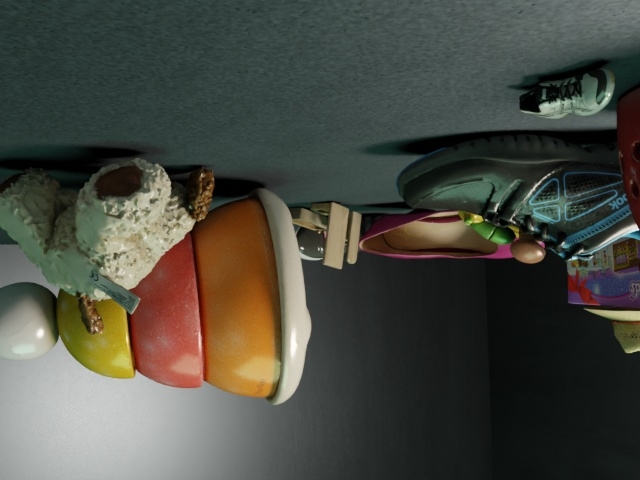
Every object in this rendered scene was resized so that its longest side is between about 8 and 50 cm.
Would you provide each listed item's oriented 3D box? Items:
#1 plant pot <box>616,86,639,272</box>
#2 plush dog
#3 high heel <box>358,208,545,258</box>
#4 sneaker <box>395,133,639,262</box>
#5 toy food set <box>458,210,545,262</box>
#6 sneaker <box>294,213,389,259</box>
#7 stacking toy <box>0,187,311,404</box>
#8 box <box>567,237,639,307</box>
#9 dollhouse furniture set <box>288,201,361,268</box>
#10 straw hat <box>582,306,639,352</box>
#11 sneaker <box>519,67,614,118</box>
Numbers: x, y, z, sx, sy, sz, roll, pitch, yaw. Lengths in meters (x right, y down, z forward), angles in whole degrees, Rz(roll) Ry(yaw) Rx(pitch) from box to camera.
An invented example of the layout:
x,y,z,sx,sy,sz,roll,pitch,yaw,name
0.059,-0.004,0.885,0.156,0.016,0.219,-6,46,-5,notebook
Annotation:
x,y,z,sx,sy,sz,roll,pitch,yaw,name
0.350,-0.043,0.534,0.191,0.174,0.191,0,179,0,plant pot
-0.256,-0.018,0.857,0.262,0.211,0.225,-1,-156,28,plush dog
0.253,0.000,1.260,0.181,0.127,0.377,-26,-165,-35,high heel
0.256,-0.044,0.728,0.341,0.140,0.125,-1,179,12,sneaker
0.295,-0.023,0.962,0.218,0.071,0.128,25,150,2,toy food set
0.070,-0.016,1.515,0.295,0.105,0.147,-6,179,-44,sneaker
-0.277,0.101,1.001,0.480,0.351,0.350,-4,177,-16,stacking toy
0.443,-0.007,0.908,0.057,0.201,0.293,-1,177,-9,box
0.000,0.000,1.345,0.151,0.123,0.144,-1,168,38,dollhouse furniture set
0.433,0.123,0.882,0.144,0.061,0.144,-1,176,0,straw hat
0.186,-0.110,0.496,0.037,0.032,0.083,0,176,-19,sneaker
